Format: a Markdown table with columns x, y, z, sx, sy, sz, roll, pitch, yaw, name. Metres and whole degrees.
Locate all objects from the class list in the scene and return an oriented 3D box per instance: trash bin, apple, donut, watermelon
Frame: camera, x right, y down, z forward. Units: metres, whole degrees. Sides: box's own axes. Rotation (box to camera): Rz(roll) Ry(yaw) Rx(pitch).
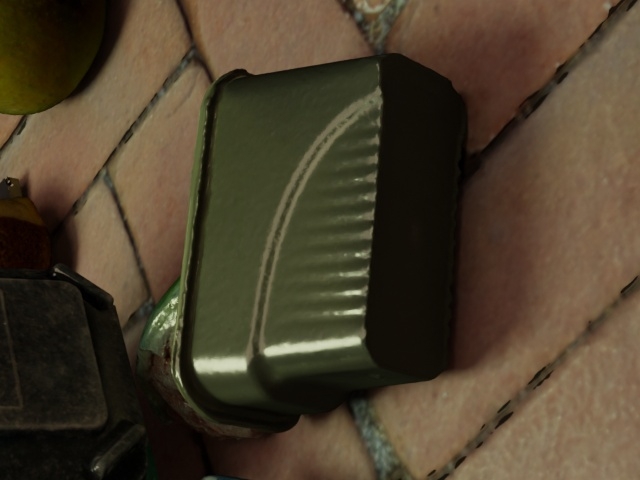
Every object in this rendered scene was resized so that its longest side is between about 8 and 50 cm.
| x | y | z | sx | sy | sz | roll | pitch | yaw | name |
| --- | --- | --- | --- | --- | --- | --- | --- | --- | --- |
| -0.328 | 0.222 | 1.168 | 0.259 | 0.295 | 0.381 | -113 | 36 | -44 | trash bin |
| -0.316 | -0.225 | 1.423 | 0.196 | 0.157 | 0.196 | -30 | 49 | 41 | apple |
| -0.346 | 0.039 | 1.407 | 0.184 | 0.073 | 0.166 | -45 | 48 | 30 | donut |
| -0.095 | 0.103 | 1.114 | 0.139 | 0.071 | 0.187 | 45 | 141 | 22 | watermelon |

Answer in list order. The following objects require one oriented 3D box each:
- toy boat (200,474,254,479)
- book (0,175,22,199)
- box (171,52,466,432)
| x | y | z | sx | sy | sz | roll | pitch | yaw | name |
| --- | --- | --- | --- | --- | --- | --- | --- | --- | --- |
| -0.051 | 0.308 | 0.979 | 0.142 | 0.129 | 0.309 | -25 | 58 | 25 | toy boat |
| -0.380 | 0.054 | 1.512 | 0.231 | 0.026 | 0.157 | -36 | 56 | 37 | book |
| 0.000 | 0.000 | 1.019 | 0.178 | 0.138 | 0.274 | -8 | 73 | 42 | box |
